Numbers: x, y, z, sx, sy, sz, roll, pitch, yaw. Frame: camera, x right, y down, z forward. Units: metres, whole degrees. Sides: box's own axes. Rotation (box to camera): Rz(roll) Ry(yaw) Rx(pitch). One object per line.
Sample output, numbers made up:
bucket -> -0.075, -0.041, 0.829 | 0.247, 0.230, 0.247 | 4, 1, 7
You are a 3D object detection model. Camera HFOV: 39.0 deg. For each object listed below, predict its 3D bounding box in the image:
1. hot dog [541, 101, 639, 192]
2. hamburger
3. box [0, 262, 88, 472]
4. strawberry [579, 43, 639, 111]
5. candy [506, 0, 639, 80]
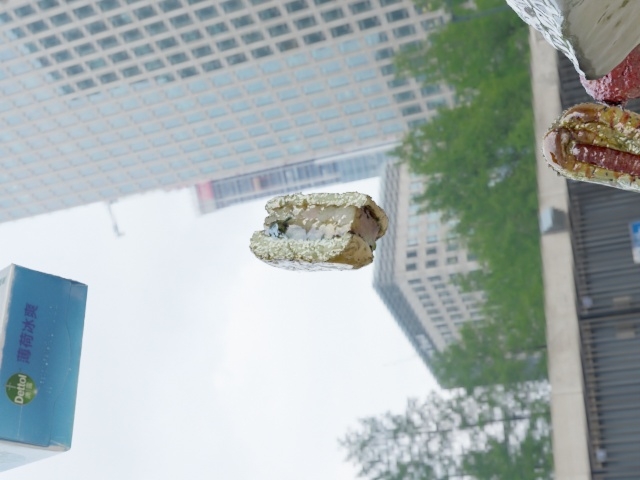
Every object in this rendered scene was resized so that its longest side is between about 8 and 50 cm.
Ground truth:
hot dog -> 0.464, -0.133, 1.374 | 0.069, 0.252, 0.131 | 21, -90, -64
hamburger -> 0.000, 0.000, 1.427 | 0.131, 0.262, 0.124 | 36, -110, -36
box -> -0.278, 0.116, 0.749 | 0.073, 0.194, 0.139 | 22, -123, -39
strawberry -> 0.327, -0.198, 0.966 | 0.106, 0.106, 0.106 | -10, -90, -68
candy -> 0.259, -0.292, 0.668 | 0.135, 0.321, 0.179 | 50, -163, 26
